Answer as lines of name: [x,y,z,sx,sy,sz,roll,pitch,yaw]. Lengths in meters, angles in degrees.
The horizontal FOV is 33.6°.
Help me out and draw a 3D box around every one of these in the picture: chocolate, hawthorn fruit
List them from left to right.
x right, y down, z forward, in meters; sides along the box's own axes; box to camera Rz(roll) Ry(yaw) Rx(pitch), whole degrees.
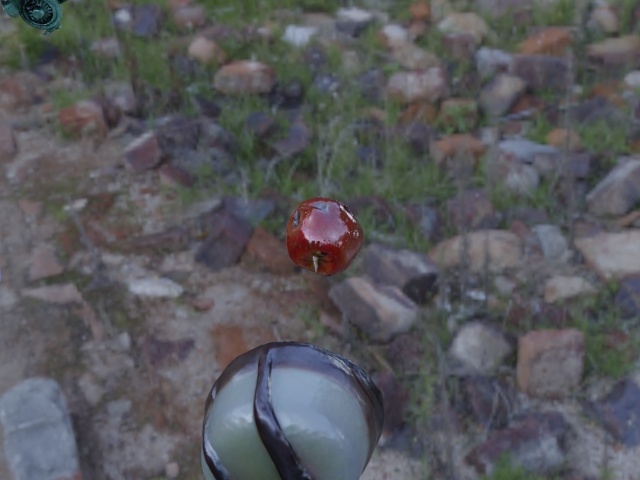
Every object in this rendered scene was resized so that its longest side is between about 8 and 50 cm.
chocolate: [-0.048,0.304,1.525,0.284,0.283,0.186,-2,35,5]
hawthorn fruit: [0.000,0.000,1.155,0.093,0.093,0.093,-3,33,2]

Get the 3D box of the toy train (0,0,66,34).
toy train: [-0.325,-0.374,1.344,0.253,0.157,0.105,-19,40,22]
